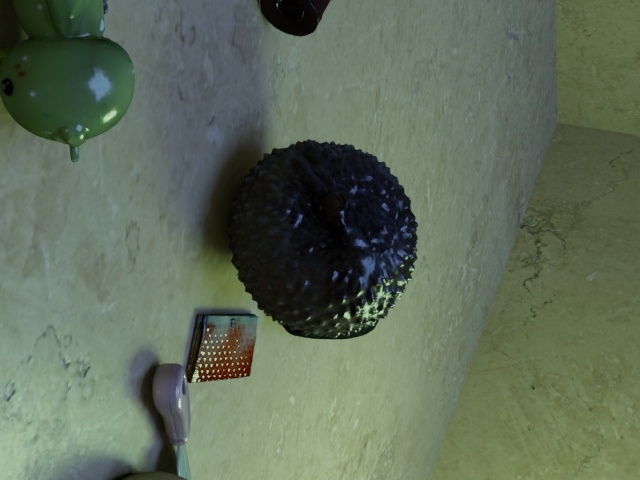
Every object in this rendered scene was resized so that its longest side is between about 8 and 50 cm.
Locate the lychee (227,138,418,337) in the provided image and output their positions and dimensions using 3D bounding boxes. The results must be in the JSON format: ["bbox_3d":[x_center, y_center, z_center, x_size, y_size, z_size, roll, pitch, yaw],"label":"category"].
[{"bbox_3d":[0.003,-0.005,1.633,0.300,0.300,0.300,12,90,-69],"label":"lychee"}]

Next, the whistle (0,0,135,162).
[{"bbox_3d":[-0.268,-0.222,1.081,0.141,0.141,0.294,-35,113,-61],"label":"whistle"}]

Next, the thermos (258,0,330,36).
[{"bbox_3d":[-0.002,-0.413,1.644,0.232,0.099,0.124,-64,151,-32],"label":"thermos"}]

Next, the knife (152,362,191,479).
[{"bbox_3d":[-0.196,0.310,1.593,0.081,0.043,0.336,-88,175,-51],"label":"knife"}]

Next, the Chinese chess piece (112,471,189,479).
[{"bbox_3d":[-0.239,0.446,1.486,0.270,0.112,0.270,13,90,-69],"label":"Chinese chess piece"}]

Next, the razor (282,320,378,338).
[{"bbox_3d":[0.022,0.084,1.957,0.327,0.107,0.189,10,92,-68],"label":"razor"}]

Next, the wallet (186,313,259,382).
[{"bbox_3d":[-0.146,0.163,1.692,0.196,0.020,0.103,11,91,-69],"label":"wallet"}]
